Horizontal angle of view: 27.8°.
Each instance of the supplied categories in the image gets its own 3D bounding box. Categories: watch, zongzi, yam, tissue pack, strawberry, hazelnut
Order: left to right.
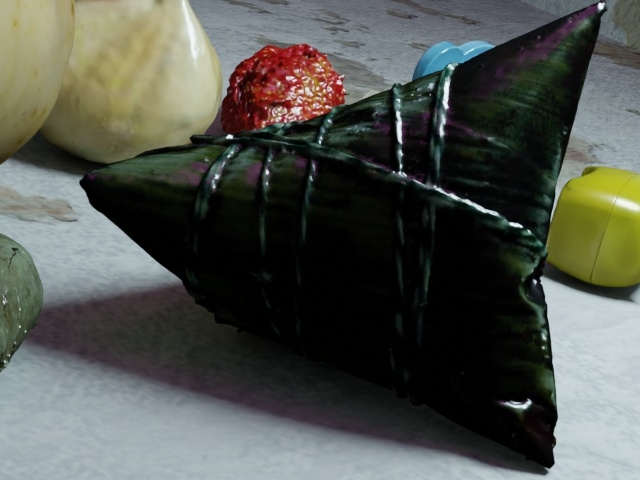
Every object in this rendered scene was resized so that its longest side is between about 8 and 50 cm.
[{"bbox_3d":[-0.256,0.052,0.911,0.107,0.107,0.183,14,17,0],"label":"yam"},{"bbox_3d":[-0.222,-0.202,1.448,0.261,0.241,0.261,36,22,-17],"label":"hazelnut"},{"bbox_3d":[-0.071,-0.185,1.671,0.174,0.098,0.228,-2,25,26],"label":"strawberry"},{"bbox_3d":[0.069,-0.053,1.065,0.383,0.362,0.319,20,1,22],"label":"zongzi"},{"bbox_3d":[0.245,-0.180,1.844,0.210,0.211,0.193,-1,38,-37],"label":"watch"},{"bbox_3d":[0.340,-0.016,1.494,0.127,0.123,0.178,17,18,19],"label":"tissue pack"}]

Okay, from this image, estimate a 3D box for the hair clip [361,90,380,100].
[{"bbox_3d":[0.028,-0.158,1.757,0.034,0.072,0.226,20,20,25],"label":"hair clip"}]

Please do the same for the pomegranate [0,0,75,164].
[{"bbox_3d":[-0.396,-0.170,1.062,0.411,0.412,0.411,13,19,-4],"label":"pomegranate"}]
